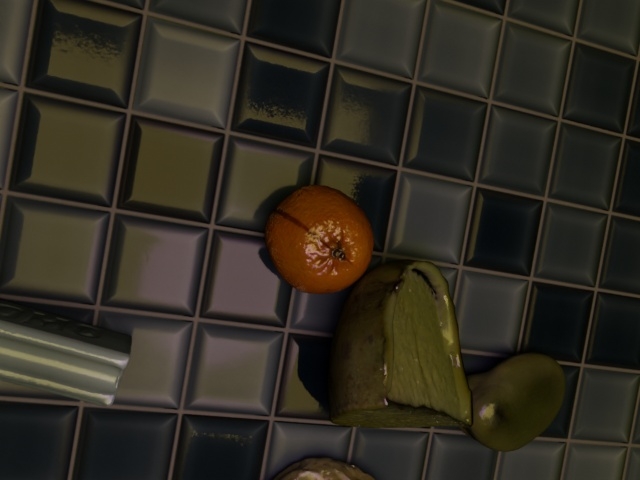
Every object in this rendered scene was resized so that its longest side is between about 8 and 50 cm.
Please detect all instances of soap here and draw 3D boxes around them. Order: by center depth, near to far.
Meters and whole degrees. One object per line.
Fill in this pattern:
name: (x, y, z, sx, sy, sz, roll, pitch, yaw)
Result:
soap: (-0.433, 0.162, 0.922, 0.265, 0.160, 0.088, 20, 88, -16)

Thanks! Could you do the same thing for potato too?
potato: (0.112, 0.182, 1.076, 0.330, 0.212, 0.280, 28, 57, -50)

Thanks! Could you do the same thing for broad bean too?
broad bean: (0.386, 0.323, 1.195, 0.262, 0.121, 0.189, -13, 101, -17)

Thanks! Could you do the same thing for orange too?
orange: (0.000, 0.000, 1.037, 0.193, 0.161, 0.194, 0, 89, -18)

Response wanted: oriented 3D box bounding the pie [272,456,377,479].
pie: (-0.008, 0.571, 1.122, 0.338, 0.077, 0.340, -1, 97, -13)
